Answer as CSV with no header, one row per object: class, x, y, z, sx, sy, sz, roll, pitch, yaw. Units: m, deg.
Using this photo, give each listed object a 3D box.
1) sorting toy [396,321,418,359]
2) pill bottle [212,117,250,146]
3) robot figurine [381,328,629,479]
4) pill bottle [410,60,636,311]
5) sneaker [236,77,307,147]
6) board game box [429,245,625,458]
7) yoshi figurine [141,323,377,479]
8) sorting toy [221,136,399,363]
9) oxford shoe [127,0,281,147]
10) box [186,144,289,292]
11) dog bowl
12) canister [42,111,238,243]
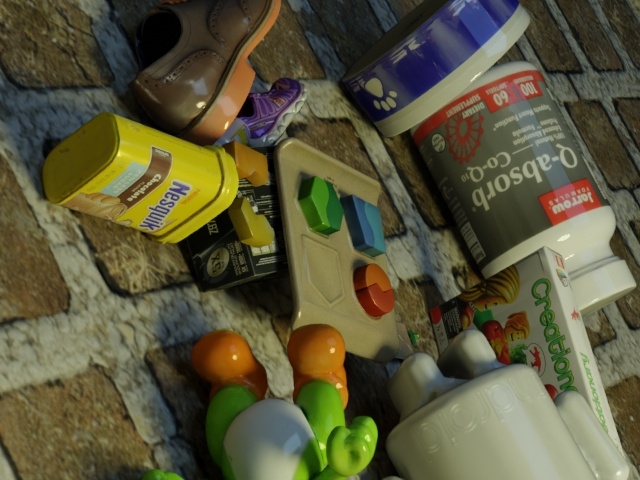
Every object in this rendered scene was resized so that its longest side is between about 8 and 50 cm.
sorting toy,0.102,0.129,2.101,0.083,0.012,0.062,14,45,-47
pill bottle,-0.116,-0.113,1.967,0.043,0.043,0.083,52,29,-10
robot figurine,0.207,0.283,1.907,0.353,0.300,0.200,61,-16,14
pill bottle,0.295,-0.057,2.378,0.210,0.210,0.363,-8,69,-59
sneaker,-0.069,-0.168,2.075,0.071,0.068,0.170,45,31,-11
board game box,0.258,0.182,2.103,0.053,0.193,0.305,26,41,-45
yoshi figurine,-0.061,0.227,1.589,0.203,0.203,0.362,25,42,-21
sorting toy,0.000,0.000,1.871,0.307,0.041,0.229,24,55,-53
oxford shoe,-0.141,-0.258,1.991,0.132,0.130,0.364,37,33,-20
box,-0.076,-0.028,1.881,0.180,0.077,0.147,-11,83,-60
dog bowl,0.160,-0.268,2.319,0.104,0.265,0.265,50,29,-10
canister,-0.189,-0.065,1.724,0.170,0.126,0.073,19,47,-46
